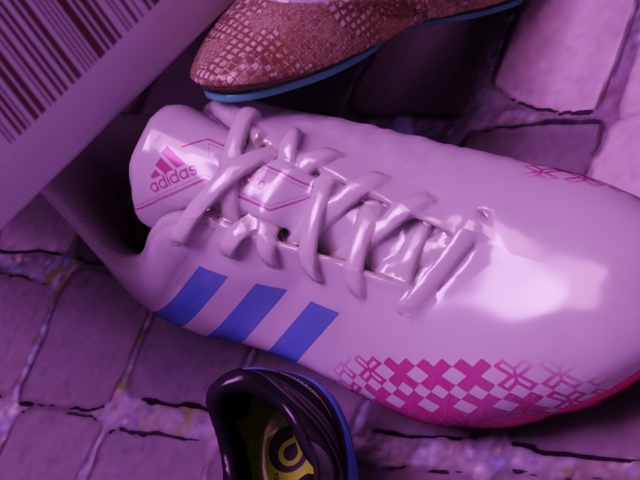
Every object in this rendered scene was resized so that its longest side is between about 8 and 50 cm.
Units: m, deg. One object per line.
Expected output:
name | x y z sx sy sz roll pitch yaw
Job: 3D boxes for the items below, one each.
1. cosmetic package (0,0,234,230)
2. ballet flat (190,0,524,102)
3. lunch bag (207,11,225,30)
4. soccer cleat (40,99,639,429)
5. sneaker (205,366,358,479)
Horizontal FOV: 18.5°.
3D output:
cosmetic package | -0.247 -0.167 0.996 0.230 0.161 0.453 -47 36 -16
ballet flat | 0.020 -0.122 0.894 0.073 0.067 0.206 20 34 39
lunch bag | -0.027 -0.247 1.046 0.235 0.169 0.287 30 93 49
soccer cleat | 0.000 0.000 0.850 0.331 0.143 0.116 7 66 46
sneaker | -0.007 0.133 0.797 0.067 0.078 0.188 -33 58 20
